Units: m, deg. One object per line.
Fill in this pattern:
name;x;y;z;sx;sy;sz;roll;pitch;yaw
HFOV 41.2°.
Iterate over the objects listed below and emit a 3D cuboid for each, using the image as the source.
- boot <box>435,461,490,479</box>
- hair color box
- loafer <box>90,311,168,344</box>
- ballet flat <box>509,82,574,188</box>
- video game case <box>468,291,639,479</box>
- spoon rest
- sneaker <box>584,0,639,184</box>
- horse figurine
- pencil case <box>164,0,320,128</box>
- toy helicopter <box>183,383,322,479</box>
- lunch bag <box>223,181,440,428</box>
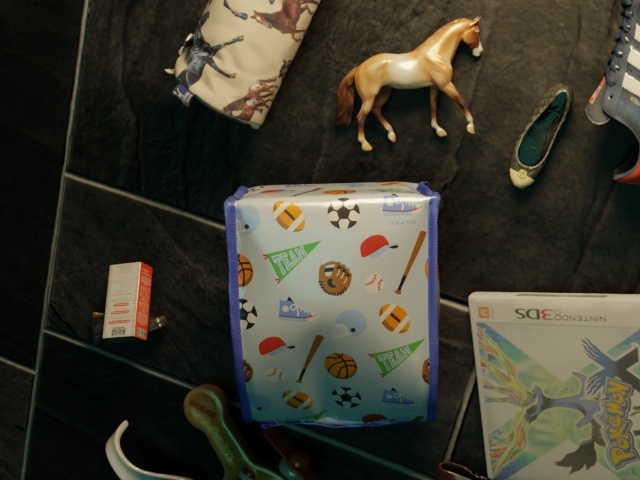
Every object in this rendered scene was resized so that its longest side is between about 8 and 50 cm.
boot;0.278;0.517;1.461;0.248;0.090;0.207;25;112;16
hair color box;-0.357;0.115;1.576;0.071;0.043;0.141;-6;69;21
loafer;-0.369;0.156;1.618;0.170;0.062;0.061;-12;94;20
ballet flat;0.332;-0.159;1.299;0.057;0.049;0.173;25;110;13
video game case;0.393;0.244;1.350;0.299;0.036;0.329;-1;103;33
spoon rest;-0.318;0.478;1.665;0.276;0.084;0.137;42;113;7
sneaker;0.438;-0.241;1.199;0.148;0.131;0.350;-12;98;20
horse figurine;0.133;-0.241;1.342;0.263;0.066;0.175;-7;106;18
pencil case;-0.092;-0.388;1.333;0.183;0.160;0.410;27;111;-4
toy helicopter;-0.125;0.414;1.556;0.235;0.140;0.355;-32;89;21
lunch bag;0.024;0.106;1.347;0.327;0.239;0.386;-2;100;5
